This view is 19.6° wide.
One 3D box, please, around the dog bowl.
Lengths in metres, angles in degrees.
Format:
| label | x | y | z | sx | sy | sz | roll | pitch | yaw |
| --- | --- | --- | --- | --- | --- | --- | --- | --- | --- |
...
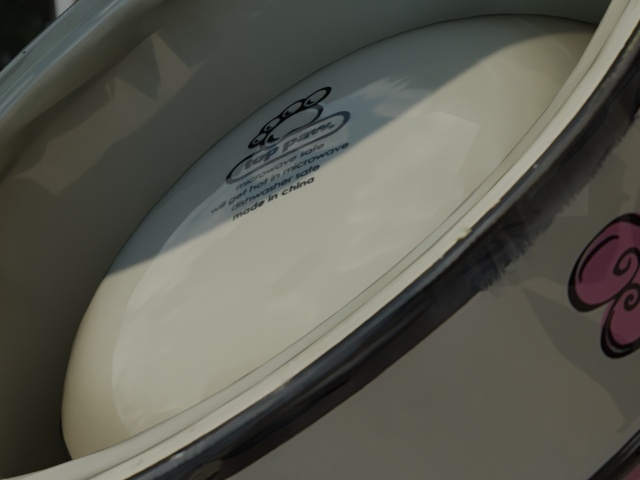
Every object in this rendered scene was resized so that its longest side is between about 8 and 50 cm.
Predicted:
| label | x | y | z | sx | sy | sz | roll | pitch | yaw |
| --- | --- | --- | --- | --- | --- | --- | --- | --- | --- |
| dog bowl | 0.000 | 0.000 | 0.685 | 0.150 | 0.408 | 0.408 | 50 | -161 | -26 |
